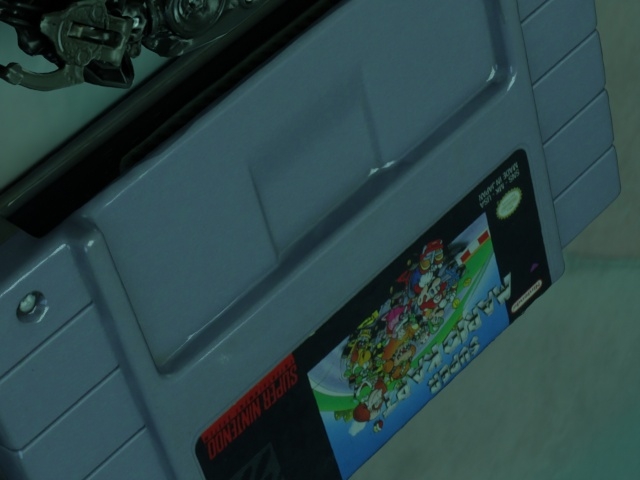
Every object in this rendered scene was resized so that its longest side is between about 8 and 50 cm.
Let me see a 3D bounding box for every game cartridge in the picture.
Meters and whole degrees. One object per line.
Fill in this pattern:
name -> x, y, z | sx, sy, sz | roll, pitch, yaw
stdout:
game cartridge -> 0.000, 0.000, 0.866 | 0.355, 0.068, 0.230 | -41, 133, -24

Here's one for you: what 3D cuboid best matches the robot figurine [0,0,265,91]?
robot figurine -> -0.109, -0.153, 0.625 | 0.291, 0.085, 0.211 | -6, 117, -46
